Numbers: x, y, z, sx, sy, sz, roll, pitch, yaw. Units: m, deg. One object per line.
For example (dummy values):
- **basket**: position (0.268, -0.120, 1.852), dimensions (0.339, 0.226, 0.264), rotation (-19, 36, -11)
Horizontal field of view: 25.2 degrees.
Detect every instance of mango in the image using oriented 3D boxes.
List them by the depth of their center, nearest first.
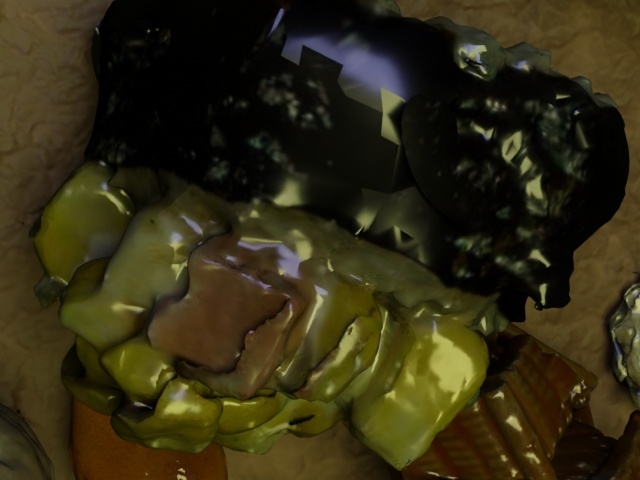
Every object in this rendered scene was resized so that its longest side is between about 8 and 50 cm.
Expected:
- **mango**: position (-0.123, 0.136, 0.999), dimensions (0.105, 0.084, 0.159), rotation (-11, 77, -6)

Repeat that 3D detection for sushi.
- **sushi**: position (0.000, 0.000, 0.897), dimensions (0.329, 0.328, 0.285), rotation (18, 89, -36)

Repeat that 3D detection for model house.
- **model house**: position (0.155, 0.161, 1.023), dimensions (0.220, 0.229, 0.199), rotation (-18, 109, -17)

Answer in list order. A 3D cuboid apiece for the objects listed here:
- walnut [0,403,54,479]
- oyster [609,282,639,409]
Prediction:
- **walnut**: position (-0.282, 0.165, 0.903), dimensions (0.231, 0.178, 0.178), rotation (13, 93, -12)
- **oyster**: position (0.305, 0.055, 1.123), dimensions (0.163, 0.081, 0.191), rotation (-11, 84, 7)
